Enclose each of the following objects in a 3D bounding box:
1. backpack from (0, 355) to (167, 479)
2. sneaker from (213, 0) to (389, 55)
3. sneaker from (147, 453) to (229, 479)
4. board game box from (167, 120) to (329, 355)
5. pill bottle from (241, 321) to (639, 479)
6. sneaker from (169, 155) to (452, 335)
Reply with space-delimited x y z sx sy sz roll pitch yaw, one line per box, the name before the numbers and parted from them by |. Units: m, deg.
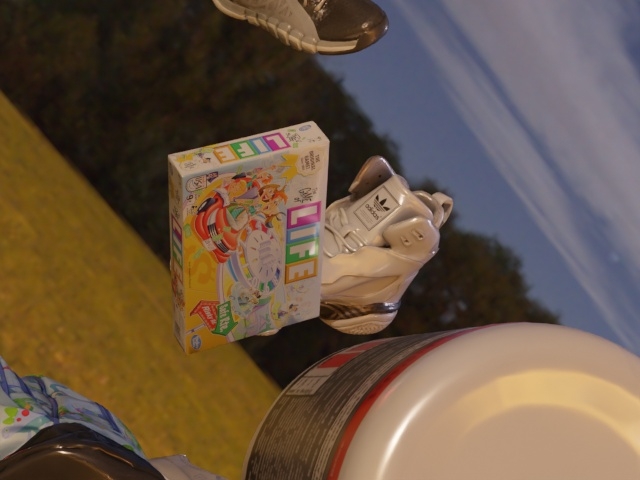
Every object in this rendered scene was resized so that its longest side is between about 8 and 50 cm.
backpack | -0.281 0.240 1.283 0.273 0.290 0.355 34 3 -4
sneaker | -0.036 -0.279 1.501 0.229 0.086 0.132 21 -37 31
sneaker | -0.109 0.319 1.653 0.281 0.115 0.105 32 -52 32
board game box | -0.049 0.000 0.970 0.026 0.103 0.154 53 -30 43
pill bottle | 0.067 0.159 0.867 0.210 0.210 0.363 51 -14 -5
sneaker | 0.000 0.000 1.722 0.366 0.210 0.137 8 38 -45
